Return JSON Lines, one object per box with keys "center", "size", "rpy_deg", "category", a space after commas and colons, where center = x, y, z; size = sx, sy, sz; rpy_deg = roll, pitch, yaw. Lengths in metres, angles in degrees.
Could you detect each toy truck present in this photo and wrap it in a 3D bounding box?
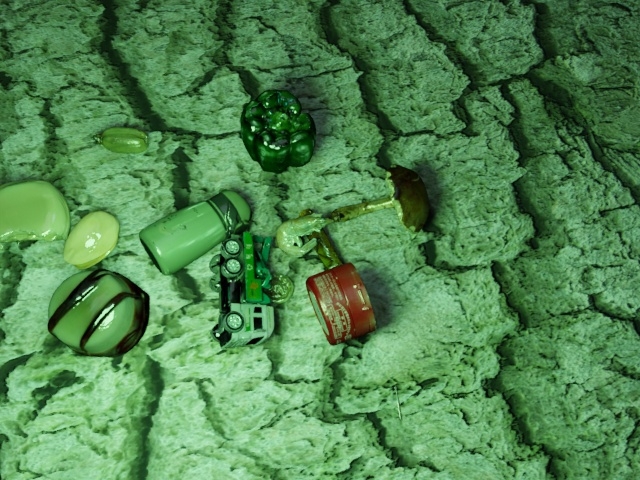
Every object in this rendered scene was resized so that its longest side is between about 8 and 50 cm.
{"center": [-0.233, 0.141, 1.801], "size": [0.178, 0.176, 0.363], "rpy_deg": [8, 64, -23], "category": "toy truck"}

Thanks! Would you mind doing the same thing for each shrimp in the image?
{"center": [-0.046, -0.018, 1.900], "size": [0.224, 0.047, 0.126], "rpy_deg": [-15, 83, 28], "category": "shrimp"}

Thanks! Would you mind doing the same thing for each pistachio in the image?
{"center": [-0.714, -0.004, 1.872], "size": [0.145, 0.117, 0.200], "rpy_deg": [23, 66, 23], "category": "pistachio"}

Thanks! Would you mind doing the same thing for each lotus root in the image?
{"center": [-0.680, -0.342, 2.047], "size": [0.183, 0.077, 0.090], "rpy_deg": [1, 59, -5], "category": "lotus root"}

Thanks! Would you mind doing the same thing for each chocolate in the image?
{"center": [-0.654, 0.199, 1.750], "size": [0.284, 0.186, 0.283], "rpy_deg": [1, 66, -2], "category": "chocolate"}

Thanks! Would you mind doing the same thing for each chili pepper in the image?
{"center": [-0.147, -0.350, 1.981], "size": [0.233, 0.256, 0.248], "rpy_deg": [-20, 70, -16], "category": "chili pepper"}

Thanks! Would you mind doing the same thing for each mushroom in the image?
{"center": [0.211, -0.148, 1.965], "size": [0.302, 0.233, 0.207], "rpy_deg": [13, 110, 16], "category": "mushroom"}

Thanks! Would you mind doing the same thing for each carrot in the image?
{"center": [-0.001, 0.000, 1.933], "size": [0.069, 0.069, 0.228], "rpy_deg": [-24, 71, -13], "category": "carrot"}

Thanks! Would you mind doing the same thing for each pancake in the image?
{"center": [-0.135, 0.149, 1.887], "size": [0.108, 0.017, 0.108], "rpy_deg": [0, 69, 0], "category": "pancake"}

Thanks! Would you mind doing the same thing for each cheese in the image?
{"center": [-0.932, -0.068, 1.889], "size": [0.266, 0.127, 0.233], "rpy_deg": [-8, 67, -5], "category": "cheese"}

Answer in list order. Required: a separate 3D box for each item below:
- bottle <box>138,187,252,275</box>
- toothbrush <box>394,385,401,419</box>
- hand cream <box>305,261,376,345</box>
{"center": [-0.381, -0.038, 1.883], "size": [0.347, 0.168, 0.168], "rpy_deg": [-31, 71, -19], "category": "bottle"}
{"center": [0.228, 0.477, 1.762], "size": [0.006, 0.008, 0.096], "rpy_deg": [-10, 67, 8], "category": "toothbrush"}
{"center": [0.058, 0.188, 1.766], "size": [0.150, 0.230, 0.230], "rpy_deg": [-20, 69, -10], "category": "hand cream"}
